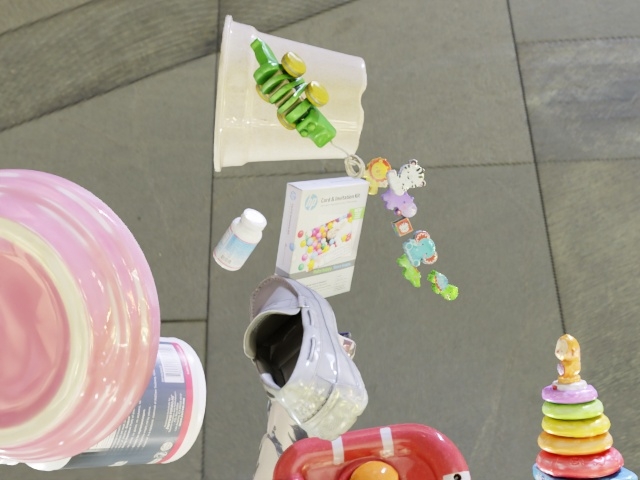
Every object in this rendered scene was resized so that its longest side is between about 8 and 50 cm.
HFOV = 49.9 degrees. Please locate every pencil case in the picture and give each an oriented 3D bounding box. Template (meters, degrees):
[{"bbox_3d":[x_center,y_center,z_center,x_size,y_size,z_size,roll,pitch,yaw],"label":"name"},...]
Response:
[{"bbox_3d":[-0.042,0.360,1.287,0.159,0.183,0.411,11,79,-5],"label":"pencil case"}]

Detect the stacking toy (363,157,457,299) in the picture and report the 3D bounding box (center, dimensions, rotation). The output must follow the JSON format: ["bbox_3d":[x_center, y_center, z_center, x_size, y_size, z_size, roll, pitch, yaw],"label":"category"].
[{"bbox_3d":[0.138,-0.021,1.041,0.052,0.167,0.221,-24,99,-7],"label":"stacking toy"}]

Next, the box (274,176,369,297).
[{"bbox_3d":[0.000,0.000,1.044,0.145,0.186,0.038,-10,27,-44],"label":"box"}]

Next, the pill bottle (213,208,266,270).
[{"bbox_3d":[-0.209,-0.003,1.804,0.087,0.087,0.160,49,121,19],"label":"pill bottle"}]

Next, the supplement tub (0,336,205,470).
[{"bbox_3d":[-0.323,0.229,0.994,0.191,0.272,0.191,-15,70,46],"label":"supplement tub"}]

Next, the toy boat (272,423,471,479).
[{"bbox_3d":[0.059,0.285,0.777,0.230,0.151,0.151,-8,68,-6],"label":"toy boat"}]

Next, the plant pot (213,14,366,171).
[{"bbox_3d":[-0.066,-0.302,1.508,0.305,0.334,0.334,5,67,-6],"label":"plant pot"}]

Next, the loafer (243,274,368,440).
[{"bbox_3d":[-0.040,0.116,0.848,0.111,0.319,0.112,38,94,-26],"label":"loafer"}]

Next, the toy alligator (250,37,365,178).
[{"bbox_3d":[-0.019,-0.136,0.739,0.190,0.056,0.051,52,33,-5],"label":"toy alligator"}]

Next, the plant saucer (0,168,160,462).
[{"bbox_3d":[-0.342,0.089,0.747,0.331,0.084,0.332,1,97,11],"label":"plant saucer"}]

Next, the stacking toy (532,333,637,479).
[{"bbox_3d":[0.507,0.340,1.378,0.165,0.175,0.302,-6,89,-6],"label":"stacking toy"}]
